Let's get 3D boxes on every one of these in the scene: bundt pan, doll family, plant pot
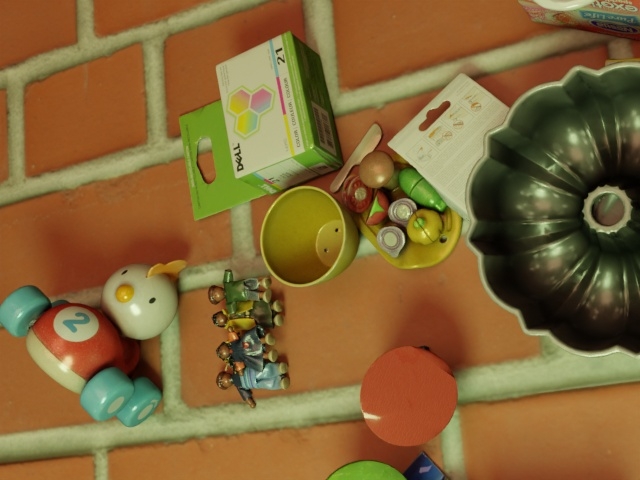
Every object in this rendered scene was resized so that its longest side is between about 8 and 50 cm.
[{"bbox_3d":[0.339,-0.030,1.156,0.330,0.124,0.331,-2,85,26],"label":"bundt pan"},{"bbox_3d":[-0.108,0.138,1.417,0.111,0.076,0.193,-9,78,21],"label":"doll family"},{"bbox_3d":[0.000,0.000,1.372,0.134,0.095,0.134,-5,80,32],"label":"plant pot"}]

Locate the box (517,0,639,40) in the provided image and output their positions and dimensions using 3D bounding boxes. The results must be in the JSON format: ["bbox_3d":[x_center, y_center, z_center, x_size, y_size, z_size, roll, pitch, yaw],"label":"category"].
[{"bbox_3d":[0.390,-0.329,1.210,0.299,0.154,0.142,19,87,31],"label":"box"}]

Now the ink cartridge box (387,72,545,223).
[{"bbox_3d":[0.198,-0.114,1.312,0.145,0.045,0.179,-44,58,-3],"label":"ink cartridge box"}]

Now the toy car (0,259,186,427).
[{"bbox_3d":[-0.290,0.106,1.459,0.219,0.210,0.238,40,86,18],"label":"toy car"}]

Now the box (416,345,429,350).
[{"bbox_3d":[0.118,0.186,1.316,0.067,0.018,0.083,-20,70,23],"label":"box"}]

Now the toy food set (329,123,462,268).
[{"bbox_3d":[0.089,-0.057,1.354,0.128,0.071,0.218,-48,62,11],"label":"toy food set"}]

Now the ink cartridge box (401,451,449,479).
[{"bbox_3d":[0.171,0.427,1.211,0.332,0.065,0.165,44,101,29],"label":"ink cartridge box"}]

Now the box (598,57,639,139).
[{"bbox_3d":[0.432,-0.168,1.215,0.179,0.043,0.105,3,80,31],"label":"box"}]

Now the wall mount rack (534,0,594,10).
[{"bbox_3d":[0.353,-0.416,1.088,0.304,0.130,0.350,23,85,31],"label":"wall mount rack"}]

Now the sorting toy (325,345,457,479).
[{"bbox_3d":[0.051,0.298,1.257,0.127,0.126,0.366,20,89,-12],"label":"sorting toy"}]

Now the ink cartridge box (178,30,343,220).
[{"bbox_3d":[-0.114,-0.159,1.469,0.255,0.097,0.189,-20,69,22],"label":"ink cartridge box"}]
